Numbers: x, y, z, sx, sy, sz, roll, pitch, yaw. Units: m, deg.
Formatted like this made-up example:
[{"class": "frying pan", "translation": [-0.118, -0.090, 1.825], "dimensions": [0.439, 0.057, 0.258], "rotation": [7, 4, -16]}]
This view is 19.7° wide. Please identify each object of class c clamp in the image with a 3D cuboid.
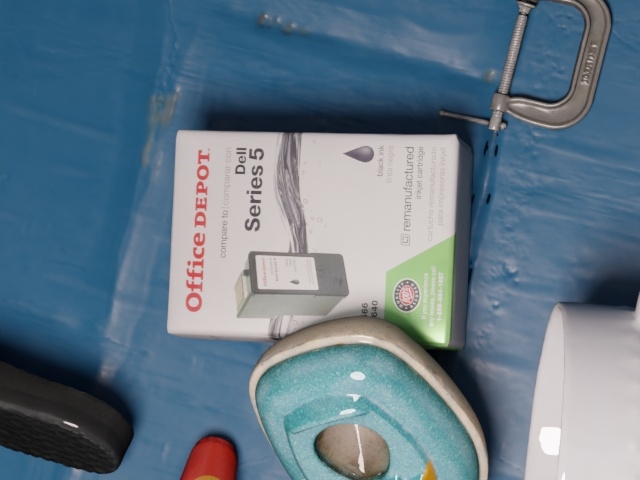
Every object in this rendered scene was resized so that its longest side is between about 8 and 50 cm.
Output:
[{"class": "c clamp", "translation": [0.202, -0.174, 1.768], "dimensions": [0.137, 0.022, 0.160], "rotation": [20, 90, 13]}]

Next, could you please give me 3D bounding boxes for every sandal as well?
[{"class": "sandal", "translation": [-0.387, 0.110, 1.825], "dimensions": [0.446, 0.167, 0.107], "rotation": [19, 64, 6]}]

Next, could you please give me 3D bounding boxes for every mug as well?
[{"class": "mug", "translation": [0.356, 0.159, 1.564], "dimensions": [0.328, 0.276, 0.374], "rotation": [6, 106, 1]}]

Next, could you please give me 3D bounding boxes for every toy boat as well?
[{"class": "toy boat", "translation": [-0.006, 0.213, 1.692], "dimensions": [0.318, 0.148, 0.267], "rotation": [-22, 123, 26]}]

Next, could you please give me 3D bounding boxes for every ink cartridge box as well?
[{"class": "ink cartridge box", "translation": [0.000, 0.000, 1.750], "dimensions": [0.273, 0.115, 0.198], "rotation": [2, 86, 12]}]
